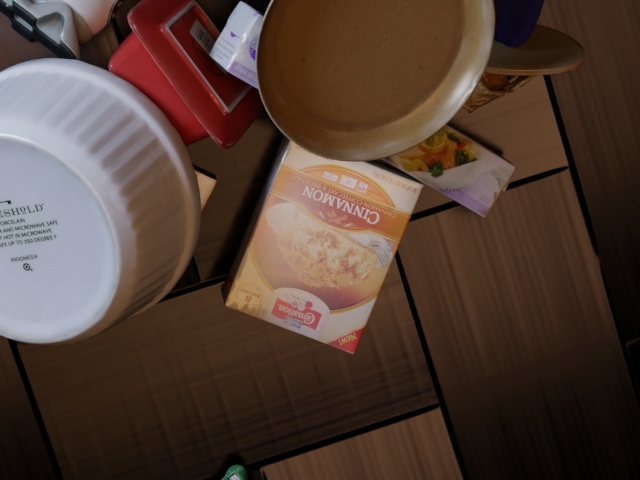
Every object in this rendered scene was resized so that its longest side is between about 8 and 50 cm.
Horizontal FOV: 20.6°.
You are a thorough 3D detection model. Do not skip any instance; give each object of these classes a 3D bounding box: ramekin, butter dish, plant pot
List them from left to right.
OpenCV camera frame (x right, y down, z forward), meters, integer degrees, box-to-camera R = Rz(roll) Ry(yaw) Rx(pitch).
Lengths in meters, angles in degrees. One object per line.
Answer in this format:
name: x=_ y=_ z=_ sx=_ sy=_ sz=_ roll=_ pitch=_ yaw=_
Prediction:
ramekin: x=-0.257 y=-0.024 z=1.656 sx=0.273 sy=0.127 sz=0.272 roll=9 pitch=117 yaw=17
butter dish: x=-0.149 y=-0.150 z=1.706 sx=0.118 sy=0.160 sz=0.160 roll=-33 pitch=101 yaw=24
plant pot: x=0.047 y=-0.184 z=1.616 sx=0.236 sy=0.032 sz=0.236 roll=-11 pitch=122 yaw=-17

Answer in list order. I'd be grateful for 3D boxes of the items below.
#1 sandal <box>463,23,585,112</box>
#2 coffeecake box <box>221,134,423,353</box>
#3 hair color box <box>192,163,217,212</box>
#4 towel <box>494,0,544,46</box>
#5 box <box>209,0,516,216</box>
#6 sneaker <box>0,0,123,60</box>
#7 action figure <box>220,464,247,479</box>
sandal: x=0.140 y=-0.167 z=1.764 sx=0.240 sy=0.088 sz=0.079 roll=2 pitch=130 yaw=1
coffeecake box: x=0.000 y=0.000 z=1.769 sx=0.142 sy=0.068 sz=0.185 roll=21 pitch=97 yaw=-9
hair color box: x=-0.165 y=-0.016 z=1.763 sx=0.072 sy=0.043 sz=0.141 roll=27 pitch=97 yaw=-9
towel: x=0.108 y=-0.341 z=1.661 sx=0.308 sy=0.076 sz=0.227 roll=22 pitch=85 yaw=-35
box: x=0.045 y=-0.124 z=1.710 sx=0.324 sy=0.067 sz=0.063 roll=28 pitch=97 yaw=-25
sneaker: x=-0.323 y=-0.321 z=1.675 sx=0.330 sy=0.122 sz=0.146 roll=38 pitch=79 yaw=-10
action figure: x=-0.111 y=0.343 z=1.820 sx=0.137 sy=0.063 sz=0.232 roll=12 pitch=94 yaw=-4
